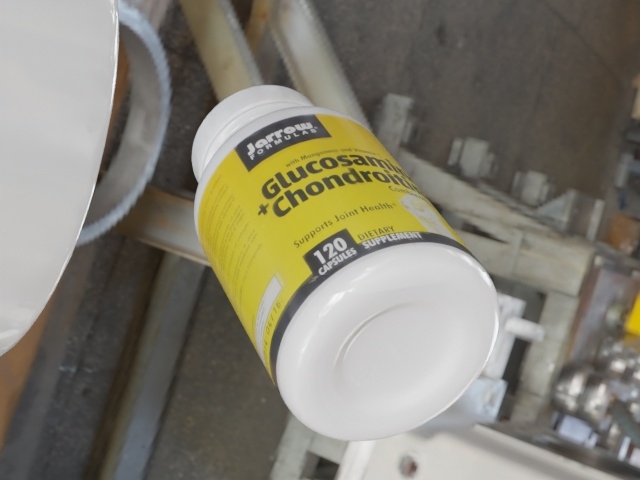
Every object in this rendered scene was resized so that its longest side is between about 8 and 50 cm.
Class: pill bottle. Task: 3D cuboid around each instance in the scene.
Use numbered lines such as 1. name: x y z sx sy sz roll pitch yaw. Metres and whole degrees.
1. pill bottle: 0.000 0.000 0.575 0.103 0.184 0.103 -13 128 -18

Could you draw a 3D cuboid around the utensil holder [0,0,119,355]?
1. utensil holder: -0.358 -0.101 0.727 0.385 0.327 0.328 15 93 -32
